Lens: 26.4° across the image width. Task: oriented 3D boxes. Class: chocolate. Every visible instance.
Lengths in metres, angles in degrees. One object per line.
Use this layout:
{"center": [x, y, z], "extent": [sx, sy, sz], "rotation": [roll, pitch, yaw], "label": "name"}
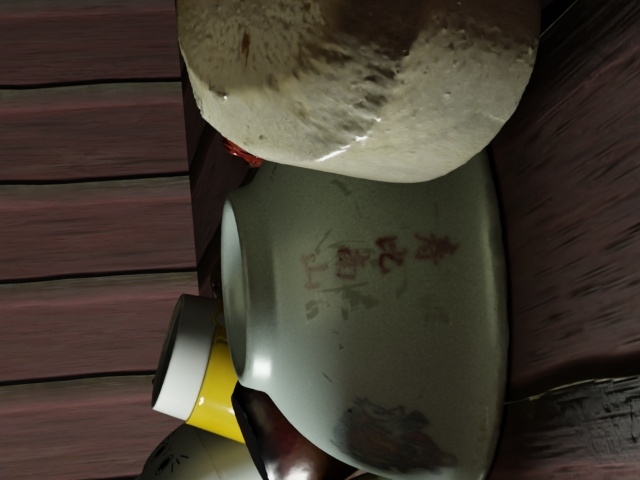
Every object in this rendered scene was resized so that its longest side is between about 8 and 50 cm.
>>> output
{"center": [-0.006, 0.192, 1.500], "extent": [0.177, 0.176, 0.177], "rotation": [176, 90, -79], "label": "chocolate"}

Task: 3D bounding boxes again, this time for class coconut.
{"center": [0.035, -0.159, 0.997], "extent": [0.237, 0.265, 0.237], "rotation": [0, 90, 43], "label": "coconut"}

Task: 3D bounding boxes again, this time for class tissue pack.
{"center": [-0.121, 0.357, 1.852], "extent": [0.229, 0.236, 0.333], "rotation": [65, 172, -8], "label": "tissue pack"}

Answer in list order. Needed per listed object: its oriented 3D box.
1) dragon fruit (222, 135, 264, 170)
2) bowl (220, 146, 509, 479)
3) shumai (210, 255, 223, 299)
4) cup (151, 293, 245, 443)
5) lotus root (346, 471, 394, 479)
{"center": [-0.044, -0.168, 1.568], "extent": [0.209, 0.172, 0.172], "rotation": [99, 163, -51], "label": "dragon fruit"}
{"center": [0.014, 0.038, 1.268], "extent": [0.435, 0.196, 0.435], "rotation": [176, 90, -80], "label": "bowl"}
{"center": [-0.105, 0.089, 2.104], "extent": [0.139, 0.123, 0.105], "rotation": [-126, 20, -45], "label": "shumai"}
{"center": [-0.079, 0.142, 1.670], "extent": [0.241, 0.226, 0.185], "rotation": [-87, 16, -46], "label": "cup"}
{"center": [0.048, 0.346, 1.399], "extent": [0.119, 0.138, 0.235], "rotation": [159, 112, -68], "label": "lotus root"}
